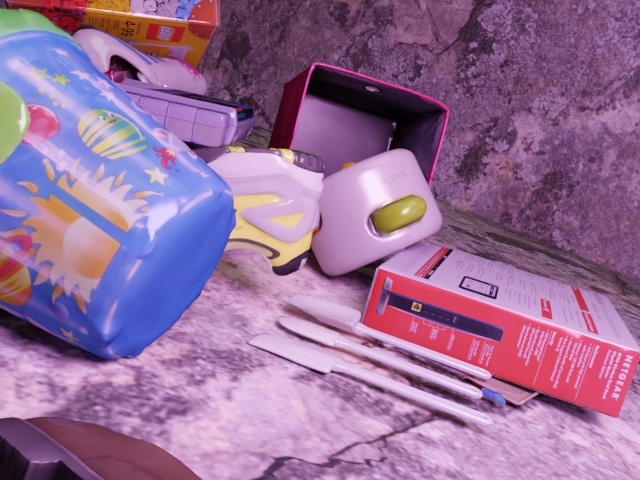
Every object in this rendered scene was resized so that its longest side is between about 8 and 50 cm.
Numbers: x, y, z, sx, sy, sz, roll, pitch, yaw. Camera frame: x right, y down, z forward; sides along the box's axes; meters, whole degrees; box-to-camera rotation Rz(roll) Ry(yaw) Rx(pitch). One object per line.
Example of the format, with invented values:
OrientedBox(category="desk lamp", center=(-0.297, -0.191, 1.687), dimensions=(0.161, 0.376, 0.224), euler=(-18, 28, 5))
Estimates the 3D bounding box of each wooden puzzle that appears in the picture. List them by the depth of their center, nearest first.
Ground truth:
OrientedBox(category="wooden puzzle", center=(0.203, 0.164, 0.762), dimensions=(0.078, 0.014, 0.116), euler=(23, 11, 39))

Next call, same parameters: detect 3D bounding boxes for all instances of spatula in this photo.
OrientedBox(category="spatula", center=(0.063, 0.117, 0.710), dimensions=(0.242, 0.019, 0.168), euler=(18, 13, 11))

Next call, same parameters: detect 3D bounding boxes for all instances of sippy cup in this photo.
OrientedBox(category="sippy cup", center=(-0.200, -0.029, 0.548), dimensions=(0.224, 0.240, 0.305), euler=(32, 24, 11))

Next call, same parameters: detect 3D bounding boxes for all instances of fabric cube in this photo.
OrientedBox(category="fabric cube", center=(0.042, -0.146, 1.227), dimensions=(0.254, 0.259, 0.258), euler=(15, 2, -14))

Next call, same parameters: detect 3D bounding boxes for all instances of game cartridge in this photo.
OrientedBox(category="game cartridge", center=(-0.225, -0.200, 1.032), dimensions=(0.230, 0.068, 0.355), euler=(8, 12, -1))

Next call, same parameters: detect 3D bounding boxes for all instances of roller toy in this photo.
OrientedBox(category="roller toy", center=(0.065, -0.045, 0.993), dimensions=(0.209, 0.146, 0.191), euler=(-25, -2, 26))

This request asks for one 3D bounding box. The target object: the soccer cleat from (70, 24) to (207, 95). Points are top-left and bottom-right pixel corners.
OrientedBox(category="soccer cleat", center=(-0.332, -0.296, 1.301), dimensions=(0.331, 0.116, 0.143), euler=(9, 38, -54))

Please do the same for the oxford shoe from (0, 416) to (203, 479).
OrientedBox(category="oxford shoe", center=(-0.064, 0.139, 0.297), dimensions=(0.227, 0.083, 0.096), euler=(28, 10, 32))

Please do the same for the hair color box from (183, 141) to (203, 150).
OrientedBox(category="hair color box", center=(-0.337, -0.172, 1.205), dimensions=(0.185, 0.113, 0.374), euler=(11, 15, -39))

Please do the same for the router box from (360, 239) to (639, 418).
OrientedBox(category="router box", center=(0.240, 0.094, 0.914), dimensions=(0.301, 0.082, 0.335), euler=(18, 11, 15))

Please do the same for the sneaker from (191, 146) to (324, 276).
OrientedBox(category="sneaker", center=(-0.189, -0.033, 0.769), dimensions=(0.384, 0.147, 0.145), euler=(2, 7, 12))

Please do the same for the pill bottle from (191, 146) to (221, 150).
OrientedBox(category="pill bottle", center=(-0.134, -0.064, 0.966), dimensions=(0.136, 0.136, 0.245), euler=(23, 12, 21))

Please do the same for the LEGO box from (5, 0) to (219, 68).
OrientedBox(category="LEGO box", center=(-0.454, -0.451, 1.439), dimensions=(0.372, 0.193, 0.500), euler=(0, -9, -22))
